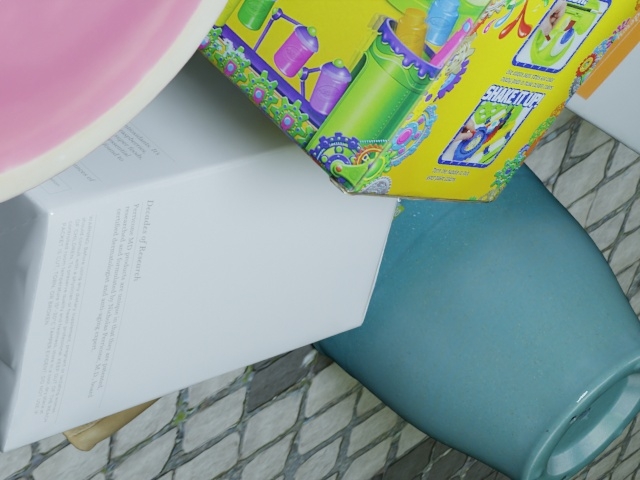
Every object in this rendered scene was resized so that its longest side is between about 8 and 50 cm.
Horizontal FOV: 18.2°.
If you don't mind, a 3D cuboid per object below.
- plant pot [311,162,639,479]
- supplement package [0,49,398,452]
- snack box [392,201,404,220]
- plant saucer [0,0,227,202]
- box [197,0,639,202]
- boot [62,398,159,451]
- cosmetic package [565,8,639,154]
[{"bbox_3d":[0.173,0.086,1.860,0.272,0.255,0.271,-36,154,-21],"label":"plant pot"},{"bbox_3d":[-0.112,-0.023,1.229,0.293,0.177,0.175,-17,134,-40],"label":"supplement package"},{"bbox_3d":[0.000,0.000,1.711,0.141,0.037,0.100,-47,157,2],"label":"snack box"},{"bbox_3d":[-0.140,-0.127,0.830,0.332,0.084,0.332,-34,152,-21],"label":"plant saucer"},{"bbox_3d":[0.041,-0.218,1.121,0.279,0.290,0.177,-54,155,19],"label":"box"},{"bbox_3d":[-0.082,0.028,1.555,0.269,0.089,0.236,-36,-171,16],"label":"boot"},{"bbox_3d":[0.248,-0.218,1.616,0.230,0.161,0.453,-50,156,11],"label":"cosmetic package"}]
